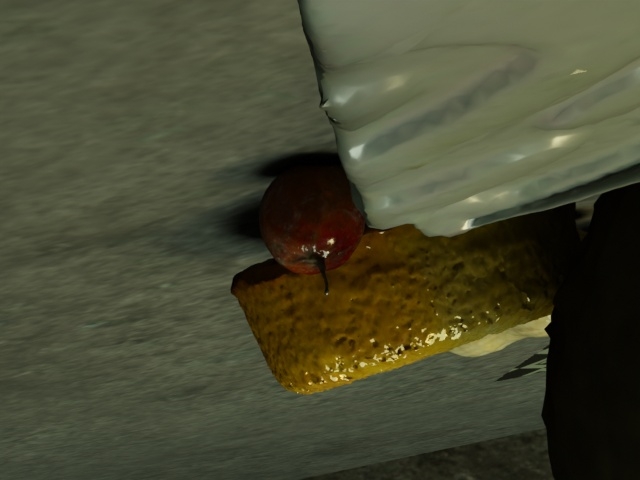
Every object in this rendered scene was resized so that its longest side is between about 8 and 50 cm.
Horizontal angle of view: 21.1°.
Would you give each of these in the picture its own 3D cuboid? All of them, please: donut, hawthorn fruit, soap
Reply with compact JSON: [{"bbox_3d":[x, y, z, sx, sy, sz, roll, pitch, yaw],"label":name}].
[{"bbox_3d":[0.066,0.022,1.171,0.253,0.118,0.253,-21,178,-1],"label":"donut"},{"bbox_3d":[0.000,0.000,1.016,0.066,0.103,0.067,-7,138,-6],"label":"hawthorn fruit"},{"bbox_3d":[0.011,-0.100,0.433,0.302,0.159,0.257,3,165,-42],"label":"soap"}]

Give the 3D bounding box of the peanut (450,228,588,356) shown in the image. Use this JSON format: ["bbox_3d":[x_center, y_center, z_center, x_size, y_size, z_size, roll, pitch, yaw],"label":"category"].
[{"bbox_3d":[0.153,0.042,1.368,0.087,0.087,0.206,-1,166,-35],"label":"peanut"}]

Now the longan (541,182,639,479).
[{"bbox_3d":[0.312,0.081,1.024,0.391,0.391,0.391,-9,168,-2],"label":"longan"}]

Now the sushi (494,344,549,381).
[{"bbox_3d":[0.312,0.075,1.756,0.231,0.047,0.219,-10,164,-19],"label":"sushi"}]
